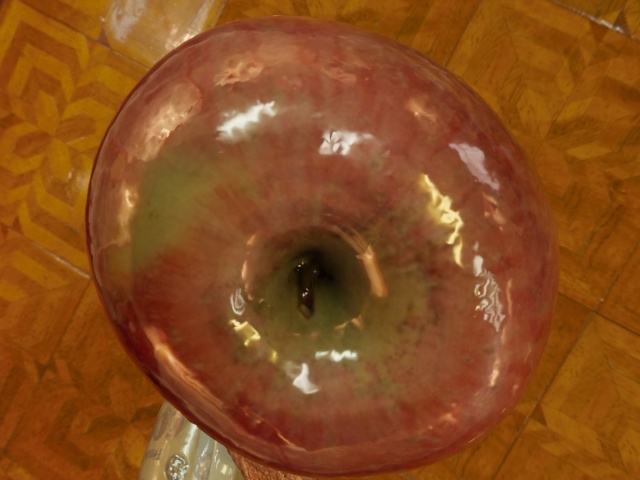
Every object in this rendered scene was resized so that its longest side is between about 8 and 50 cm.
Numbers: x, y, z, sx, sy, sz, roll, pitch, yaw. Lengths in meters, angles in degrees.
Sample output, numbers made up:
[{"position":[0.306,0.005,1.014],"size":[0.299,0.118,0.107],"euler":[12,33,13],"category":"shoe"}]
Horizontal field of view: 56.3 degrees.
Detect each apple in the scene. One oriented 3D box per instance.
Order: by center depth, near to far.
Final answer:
[{"position":[0.000,0.000,0.465],"size":[0.345,0.269,0.344],"euler":[1,103,3],"category":"apple"}]

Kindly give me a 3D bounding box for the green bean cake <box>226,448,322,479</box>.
[{"position":[-0.059,0.249,0.750],"size":[0.135,0.056,0.135],"euler":[-38,83,42],"category":"green bean cake"}]

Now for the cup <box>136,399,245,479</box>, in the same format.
[{"position":[-0.188,0.330,1.051],"size":[0.228,0.301,0.256],"euler":[11,77,-16],"category":"cup"}]
